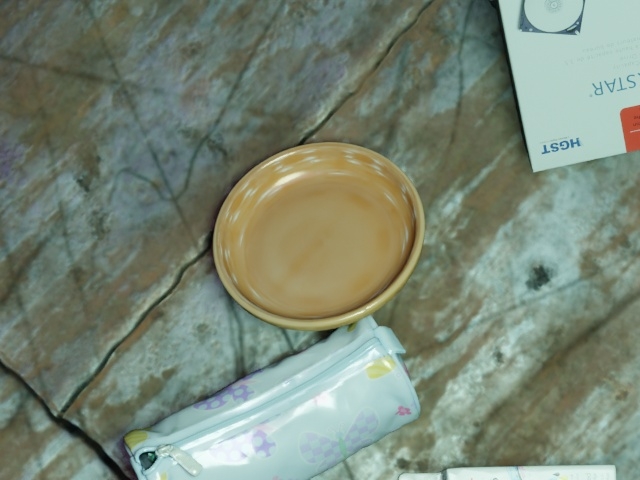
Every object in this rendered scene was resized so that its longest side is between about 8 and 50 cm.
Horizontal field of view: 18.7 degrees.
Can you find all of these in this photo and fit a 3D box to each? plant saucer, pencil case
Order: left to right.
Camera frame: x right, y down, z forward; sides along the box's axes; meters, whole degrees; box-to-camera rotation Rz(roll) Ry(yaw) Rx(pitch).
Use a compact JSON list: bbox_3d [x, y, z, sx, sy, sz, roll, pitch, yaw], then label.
[{"bbox_3d":[-0.045,0.169,1.780,0.273,0.124,0.113,-26,47,-6],"label":"pencil case"},{"bbox_3d":[0.000,0.000,1.802,0.200,0.037,0.200,-5,58,9],"label":"plant saucer"}]

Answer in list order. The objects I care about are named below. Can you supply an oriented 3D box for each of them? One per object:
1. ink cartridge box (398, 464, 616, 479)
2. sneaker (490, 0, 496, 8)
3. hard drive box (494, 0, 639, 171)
[{"bbox_3d":[0.174,0.268,1.804,0.198,0.067,0.115,-1,81,-2],"label":"ink cartridge box"},{"bbox_3d":[0.225,-0.316,1.848,0.163,0.086,0.226,15,86,-3],"label":"sneaker"},{"bbox_3d":[0.256,-0.200,1.779,0.181,0.089,0.232,-13,116,5],"label":"hard drive box"}]
